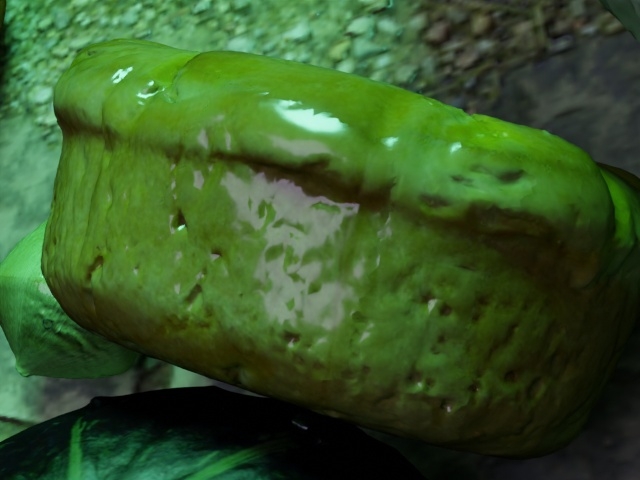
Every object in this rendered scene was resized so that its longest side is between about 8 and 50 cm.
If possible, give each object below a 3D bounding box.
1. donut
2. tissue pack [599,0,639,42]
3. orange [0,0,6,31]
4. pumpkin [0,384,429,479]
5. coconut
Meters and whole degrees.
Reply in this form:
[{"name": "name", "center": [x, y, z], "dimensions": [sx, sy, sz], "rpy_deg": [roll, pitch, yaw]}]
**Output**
[{"name": "donut", "center": [0.000, 0.000, 0.596], "dimensions": [0.261, 0.208, 0.128], "rpy_deg": [15, 90, 40]}, {"name": "tissue pack", "center": [0.280, -0.112, 0.377], "dimensions": [0.390, 0.195, 0.375], "rpy_deg": [41, 99, -4]}, {"name": "orange", "center": [-0.243, -0.137, 0.847], "dimensions": [0.170, 0.112, 0.160], "rpy_deg": [-2, 90, 57]}, {"name": "pumpkin", "center": [-0.061, 0.209, 0.572], "dimensions": [0.296, 0.296, 0.295], "rpy_deg": [-8, 75, 32]}, {"name": "coconut", "center": [-0.125, 0.031, 0.748], "dimensions": [0.088, 0.088, 0.096], "rpy_deg": [18, 61, 35]}]
